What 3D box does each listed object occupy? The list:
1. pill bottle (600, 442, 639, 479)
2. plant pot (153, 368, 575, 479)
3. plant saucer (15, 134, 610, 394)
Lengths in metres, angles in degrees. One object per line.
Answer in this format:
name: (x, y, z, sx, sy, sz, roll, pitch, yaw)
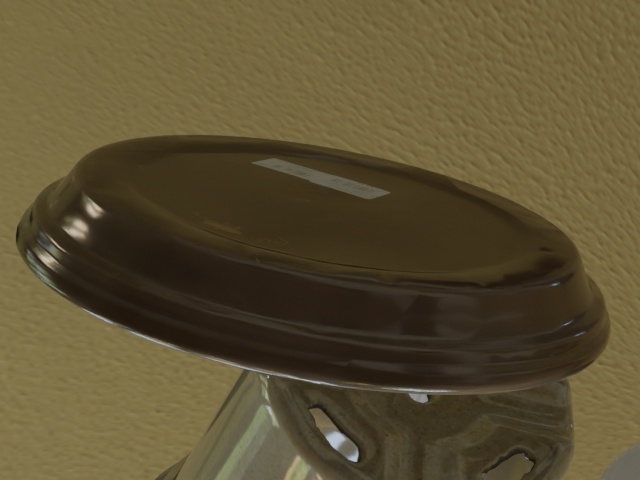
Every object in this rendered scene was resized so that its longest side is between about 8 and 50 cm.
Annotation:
pill bottle: (0.222, 0.212, 0.851, 0.118, 0.117, 0.208, -9, -67, 16)
plant pot: (0.032, 0.194, 1.163, 0.334, 0.334, 0.305, 40, -44, 18)
plant saucer: (0.000, 0.000, 0.743, 0.278, 0.278, 0.041, 15, -74, 18)
